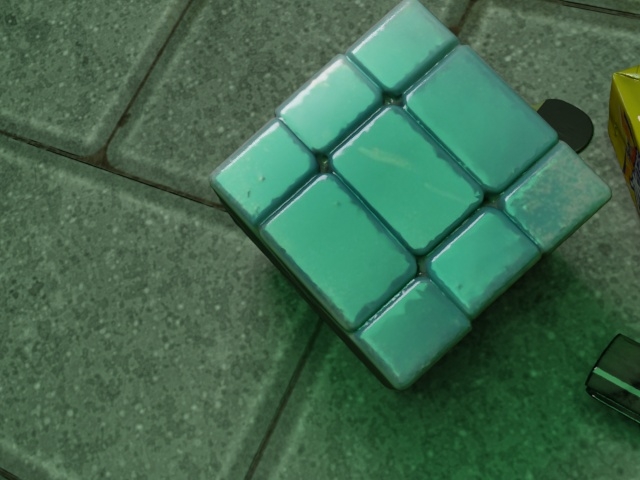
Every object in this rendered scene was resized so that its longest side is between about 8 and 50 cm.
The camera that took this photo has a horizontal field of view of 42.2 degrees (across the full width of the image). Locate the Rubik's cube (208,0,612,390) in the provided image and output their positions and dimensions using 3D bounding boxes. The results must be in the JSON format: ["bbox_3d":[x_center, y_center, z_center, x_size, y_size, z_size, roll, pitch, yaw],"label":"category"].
[{"bbox_3d":[0.097,-0.033,1.015,0.316,0.319,0.322,-41,81,-5],"label":"Rubik's cube"}]

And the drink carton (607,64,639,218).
[{"bbox_3d":[0.468,-0.049,1.043,0.111,0.154,0.351,-14,63,10],"label":"drink carton"}]

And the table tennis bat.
[{"bbox_3d":[0.326,-0.179,1.225,0.156,0.013,0.087,36,81,26],"label":"table tennis bat"}]

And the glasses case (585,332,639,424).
[{"bbox_3d":[0.467,0.212,0.965,0.299,0.060,0.114,30,38,26],"label":"glasses case"}]
